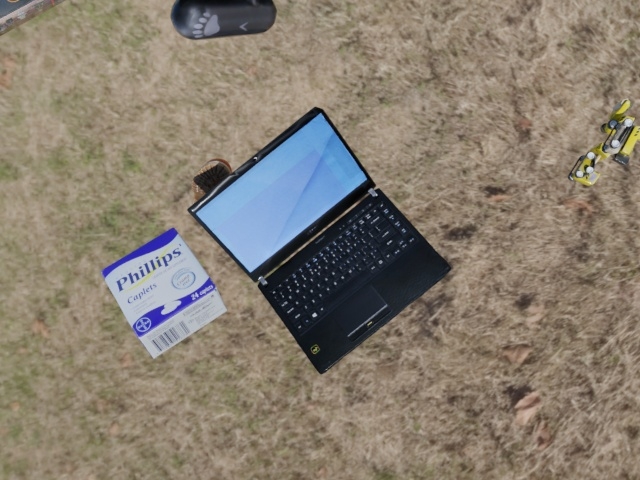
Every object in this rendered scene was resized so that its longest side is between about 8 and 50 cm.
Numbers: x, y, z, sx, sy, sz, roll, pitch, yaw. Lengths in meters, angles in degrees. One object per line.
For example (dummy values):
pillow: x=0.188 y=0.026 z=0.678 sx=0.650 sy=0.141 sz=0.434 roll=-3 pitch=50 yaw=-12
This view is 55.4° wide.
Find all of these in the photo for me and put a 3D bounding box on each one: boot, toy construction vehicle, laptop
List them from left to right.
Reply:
boot: x=-0.168 y=-0.100 z=0.976 sx=0.158 sy=0.059 sz=0.084 roll=128 pitch=161 yaw=-60
laptop: x=0.000 y=0.000 z=0.831 sx=0.234 sy=0.136 sz=0.264 roll=-39 pitch=65 yaw=1
toy construction vehicle: x=0.308 y=-0.103 z=0.628 sx=0.035 sy=0.086 sz=0.098 roll=32 pitch=86 yaw=4

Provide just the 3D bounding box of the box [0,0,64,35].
box: x=-0.188 y=-0.150 z=0.308 sx=0.094 sy=0.137 sz=0.027 roll=57 pitch=167 yaw=-13

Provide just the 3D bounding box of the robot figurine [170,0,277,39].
robot figurine: x=-0.077 y=-0.288 z=0.468 sx=0.173 sy=0.278 sz=0.209 roll=52 pitch=128 yaw=9

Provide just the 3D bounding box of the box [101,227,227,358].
box: x=-0.227 y=0.073 z=0.882 sx=0.137 sy=0.126 sz=0.072 roll=48 pitch=163 yaw=31
